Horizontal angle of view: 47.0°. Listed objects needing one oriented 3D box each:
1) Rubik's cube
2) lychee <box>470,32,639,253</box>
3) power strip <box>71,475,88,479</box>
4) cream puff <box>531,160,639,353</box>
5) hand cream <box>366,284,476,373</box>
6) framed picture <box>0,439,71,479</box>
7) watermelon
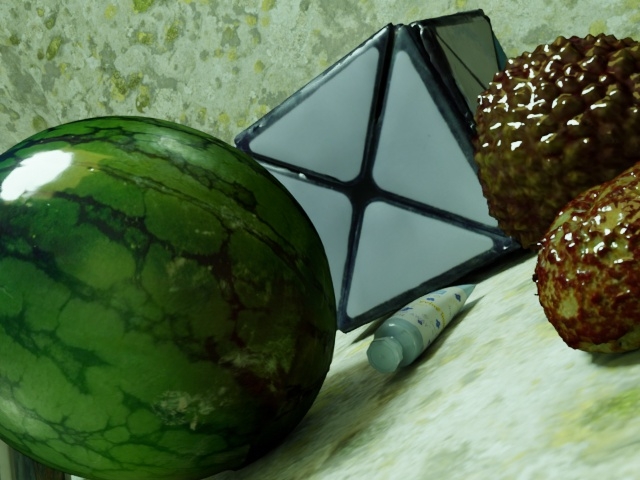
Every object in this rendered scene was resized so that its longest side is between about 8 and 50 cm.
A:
[{"bbox_3d":[0.124,-0.103,0.974,0.310,0.307,0.305,-29,0,35],"label":"Rubik's cube"},{"bbox_3d":[0.211,-0.066,0.556,0.188,0.188,0.188,-32,1,0],"label":"lychee"},{"bbox_3d":[-0.332,0.323,0.943,0.175,0.042,0.075,-31,-30,-49],"label":"power strip"},{"bbox_3d":[0.183,0.002,0.427,0.149,0.085,0.149,-30,0,0],"label":"cream puff"},{"bbox_3d":[0.094,0.079,0.695,0.065,0.043,0.170,-25,0,33],"label":"hand cream"},{"bbox_3d":[-0.315,0.222,0.814,0.016,0.250,0.184,-6,-1,-2],"label":"framed picture"},{"bbox_3d":[-0.163,0.055,0.677,0.363,0.363,0.363,-32,1,0],"label":"watermelon"}]
